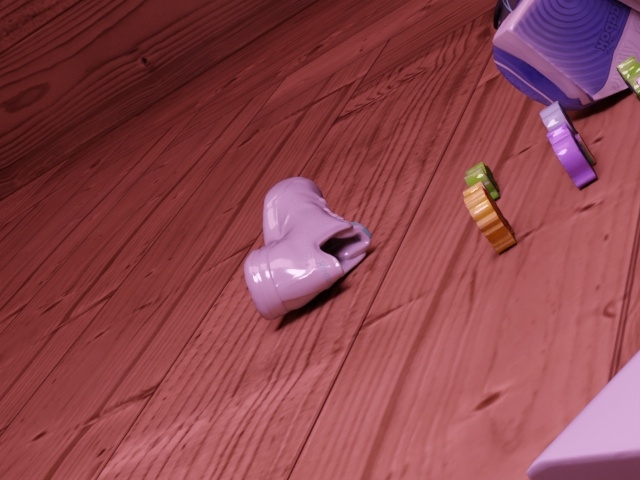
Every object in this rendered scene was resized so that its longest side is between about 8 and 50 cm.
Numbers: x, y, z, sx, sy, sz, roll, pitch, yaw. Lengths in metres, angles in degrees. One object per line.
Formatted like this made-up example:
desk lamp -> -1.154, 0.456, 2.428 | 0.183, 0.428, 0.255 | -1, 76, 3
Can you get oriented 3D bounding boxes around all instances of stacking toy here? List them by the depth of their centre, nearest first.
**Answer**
stacking toy -> 0.183, -0.076, 1.493 | 0.167, 0.052, 0.221 | -32, 11, 9

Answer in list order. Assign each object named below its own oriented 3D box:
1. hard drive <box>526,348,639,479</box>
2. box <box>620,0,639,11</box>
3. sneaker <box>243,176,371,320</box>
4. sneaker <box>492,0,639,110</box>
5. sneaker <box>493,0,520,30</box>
hard drive -> 0.277, 0.002, 0.903 | 0.353, 0.047, 0.233 | -41, 13, -33
box -> 0.328, -0.328, 1.558 | 0.311, 0.148, 0.121 | -58, -7, -9
sneaker -> 0.000, 0.000, 1.683 | 0.094, 0.080, 0.212 | -19, 22, 15
sneaker -> 0.262, -0.214, 1.724 | 0.315, 0.127, 0.182 | -47, 1, -25
sneaker -> 0.215, -0.244, 1.992 | 0.106, 0.101, 0.267 | -49, -1, 9
